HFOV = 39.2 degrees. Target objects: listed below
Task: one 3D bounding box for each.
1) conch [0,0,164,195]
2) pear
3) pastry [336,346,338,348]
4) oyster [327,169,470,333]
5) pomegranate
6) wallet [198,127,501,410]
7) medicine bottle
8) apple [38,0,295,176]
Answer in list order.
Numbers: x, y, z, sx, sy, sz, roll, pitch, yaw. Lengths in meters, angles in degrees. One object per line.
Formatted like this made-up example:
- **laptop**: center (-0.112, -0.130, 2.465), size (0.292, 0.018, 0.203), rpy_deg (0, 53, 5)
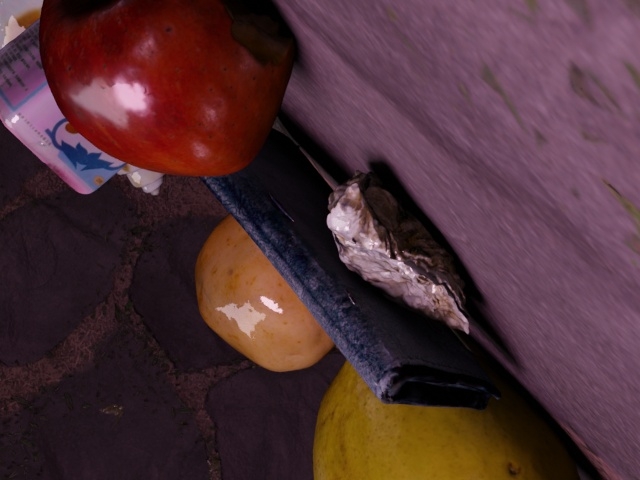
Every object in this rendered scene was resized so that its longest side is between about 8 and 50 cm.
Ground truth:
- **conch**: center (-0.254, -0.226, 0.999), size (0.368, 0.197, 0.249), rpy_deg (44, 160, -32)
- **pear**: center (0.117, 0.234, 0.879), size (0.307, 0.253, 0.253), rpy_deg (55, 180, 24)
- **pastry**: center (0.030, 0.080, 1.361), size (0.236, 0.121, 0.257), rpy_deg (41, 170, 44)
- **oyster**: center (0.054, 0.008, 0.661), size (0.177, 0.064, 0.125), rpy_deg (49, 173, -30)
- **pomegranate**: center (-0.044, 0.047, 1.115), size (0.233, 0.233, 0.233), rpy_deg (49, 177, 4)
- **wallet**: center (0.000, 0.000, 0.794), size (0.191, 0.046, 0.379), rpy_deg (16, -153, -51)
- **medicine bottle**: center (-0.169, -0.144, 0.742), size (0.094, 0.188, 0.119), rpy_deg (47, 176, 40)
- **apple**: center (-0.095, -0.111, 0.572), size (0.156, 0.147, 0.158), rpy_deg (20, 160, 36)
